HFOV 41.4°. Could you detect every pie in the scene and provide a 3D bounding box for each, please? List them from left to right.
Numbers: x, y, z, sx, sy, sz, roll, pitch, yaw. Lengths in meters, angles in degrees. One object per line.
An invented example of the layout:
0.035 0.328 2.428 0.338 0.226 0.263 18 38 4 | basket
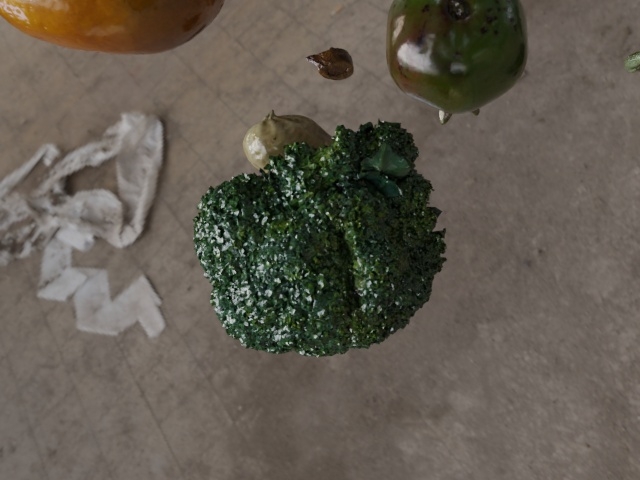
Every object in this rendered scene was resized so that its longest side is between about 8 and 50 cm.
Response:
0.420 -0.230 1.059 0.085 0.085 0.017 -18 82 27 | pie

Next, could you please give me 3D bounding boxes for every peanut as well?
-0.036 -0.162 1.558 0.129 0.224 0.129 -37 41 40 | peanut

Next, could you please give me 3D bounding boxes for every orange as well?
-0.201 -0.274 0.786 0.240 0.240 0.171 54 140 46 | orange

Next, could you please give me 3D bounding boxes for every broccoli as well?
0.000 0.000 0.615 0.195 0.195 0.156 -22 50 24 | broccoli

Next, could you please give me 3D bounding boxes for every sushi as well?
0.024 -0.288 1.364 0.050 0.099 0.047 -40 61 28 | sushi

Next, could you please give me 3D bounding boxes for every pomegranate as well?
0.169 -0.233 1.065 0.181 0.224 0.182 -2 68 5 | pomegranate

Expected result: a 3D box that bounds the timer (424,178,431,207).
0.070 -0.035 1.021 0.136 0.136 0.099 -10 56 32 | timer
